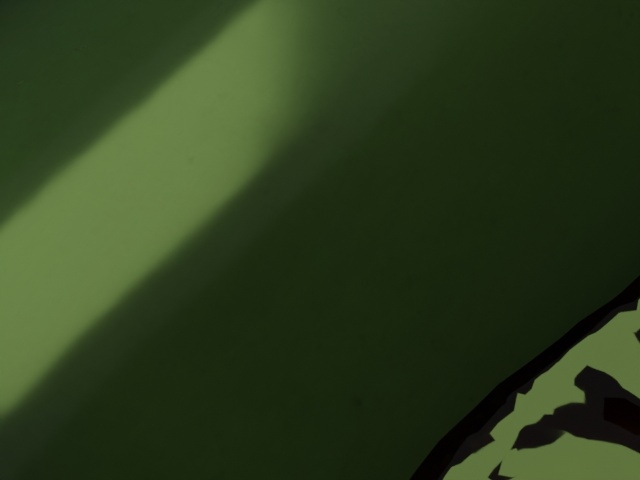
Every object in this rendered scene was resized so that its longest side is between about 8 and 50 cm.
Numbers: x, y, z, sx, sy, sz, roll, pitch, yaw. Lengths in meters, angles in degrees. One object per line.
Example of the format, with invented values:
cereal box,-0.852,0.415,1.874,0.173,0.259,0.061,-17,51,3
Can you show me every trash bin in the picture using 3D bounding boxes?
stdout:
trash bin,0.000,0.000,0.624,0.432,0.280,0.280,-45,45,-16

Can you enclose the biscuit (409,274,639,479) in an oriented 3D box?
biscuit,0.180,0.162,0.390,0.407,0.091,0.407,-9,56,14
